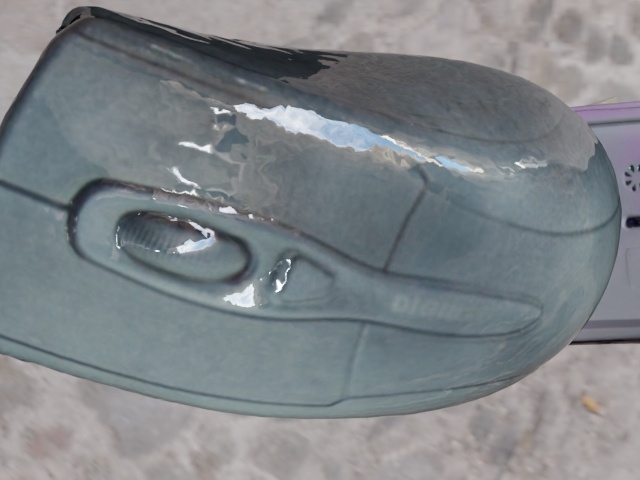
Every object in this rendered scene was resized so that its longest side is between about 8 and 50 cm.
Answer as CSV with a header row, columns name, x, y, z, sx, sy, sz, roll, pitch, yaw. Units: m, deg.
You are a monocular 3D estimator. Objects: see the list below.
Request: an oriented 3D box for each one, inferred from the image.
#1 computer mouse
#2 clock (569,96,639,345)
name,x,y,z,sx,sy,sz,roll,pitch,yaw
computer mouse,0.000,0.000,0.945,0.371,0.122,0.188,9,110,-25
clock,0.222,-0.016,1.143,0.071,0.192,0.147,-12,97,-59
